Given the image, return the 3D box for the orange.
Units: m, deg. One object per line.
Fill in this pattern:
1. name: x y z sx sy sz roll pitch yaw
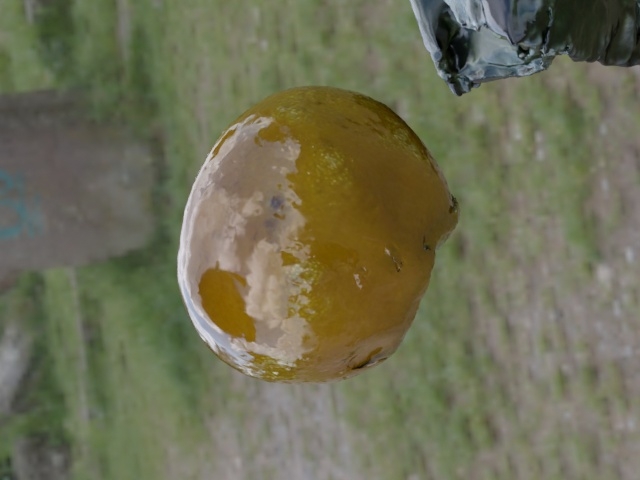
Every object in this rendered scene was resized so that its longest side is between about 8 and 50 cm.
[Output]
1. orange: 0.000 0.000 0.810 0.154 0.134 0.154 -55 -25 -40

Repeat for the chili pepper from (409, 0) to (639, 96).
1. chili pepper: 0.119 -0.161 0.954 0.264 0.116 0.148 -115 3 -81
